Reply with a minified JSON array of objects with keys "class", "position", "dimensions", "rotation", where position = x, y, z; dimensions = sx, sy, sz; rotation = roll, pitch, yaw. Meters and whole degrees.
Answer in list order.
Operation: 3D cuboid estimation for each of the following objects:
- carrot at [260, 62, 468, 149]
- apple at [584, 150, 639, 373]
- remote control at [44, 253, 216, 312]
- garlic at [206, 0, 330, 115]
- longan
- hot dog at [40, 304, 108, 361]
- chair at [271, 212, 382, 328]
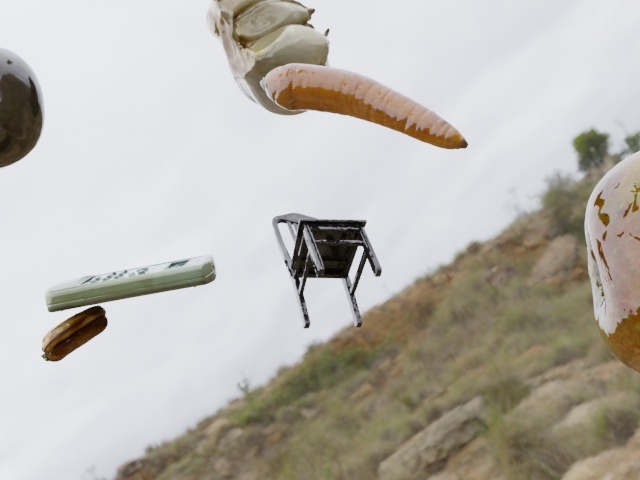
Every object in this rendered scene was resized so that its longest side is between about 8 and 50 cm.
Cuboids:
[{"class":"carrot","position":[0.053,-0.165,1.121],"dimensions":[0.066,0.271,0.062],"rotation":[-29,-47,-68]},{"class":"apple","position":[0.359,0.017,0.883],"dimensions":[0.207,0.237,0.237],"rotation":[-5,-9,12]},{"class":"remote control","position":[-0.261,0.058,1.307],"dimensions":[0.233,0.038,0.098],"rotation":[-10,8,4]},{"class":"garlic","position":[-0.081,-0.350,1.698],"dimensions":[0.203,0.281,0.185],"rotation":[-23,-21,-19]},{"class":"longan","position":[-0.488,-0.190,1.385],"dimensions":[0.189,0.189,0.189],"rotation":[-32,-14,-9]},{"class":"hot dog","position":[-0.338,0.125,1.293],"dimensions":[0.122,0.037,0.049],"rotation":[-36,-48,-51]},{"class":"chair","position":[0.000,0.000,1.162],"dimensions":[0.084,0.213,0.101],"rotation":[1,-49,-18]}]
